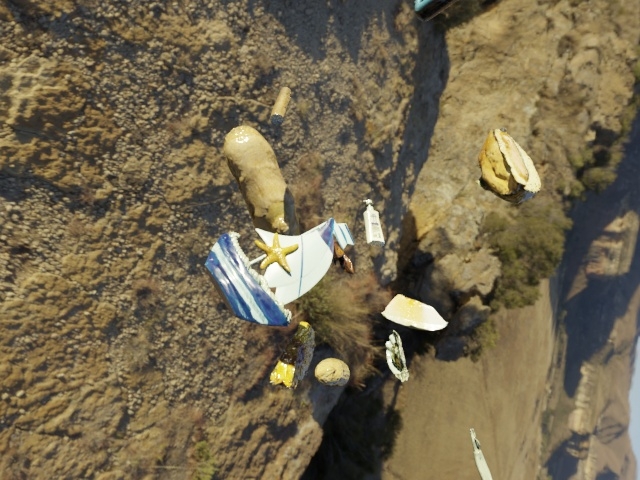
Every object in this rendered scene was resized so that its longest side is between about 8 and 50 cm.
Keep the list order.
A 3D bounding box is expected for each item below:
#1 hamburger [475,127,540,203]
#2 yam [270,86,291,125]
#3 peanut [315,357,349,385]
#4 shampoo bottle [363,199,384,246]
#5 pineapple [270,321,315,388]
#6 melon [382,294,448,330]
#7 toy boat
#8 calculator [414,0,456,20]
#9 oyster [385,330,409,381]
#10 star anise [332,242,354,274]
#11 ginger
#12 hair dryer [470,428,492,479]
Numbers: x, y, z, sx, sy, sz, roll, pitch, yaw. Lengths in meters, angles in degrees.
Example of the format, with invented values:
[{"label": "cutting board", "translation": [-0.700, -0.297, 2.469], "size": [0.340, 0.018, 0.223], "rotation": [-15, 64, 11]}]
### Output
[{"label": "hamburger", "translation": [0.383, -0.141, 0.888], "size": [0.087, 0.102, 0.176], "rotation": [0, 57, -20]}, {"label": "yam", "translation": [-0.084, -0.293, 0.920], "size": [0.145, 0.032, 0.032], "rotation": [-84, 158, -49]}, {"label": "peanut", "translation": [0.035, 0.407, 1.318], "size": [0.194, 0.093, 0.083], "rotation": [43, 57, -62]}, {"label": "shampoo bottle", "translation": [0.143, -0.050, 1.175], "size": [0.048, 0.034, 0.141], "rotation": [5, 61, -19]}, {"label": "pineapple", "translation": [-0.076, 0.387, 1.365], "size": [0.135, 0.079, 0.233], "rotation": [87, 26, -49]}, {"label": "melon", "translation": [0.309, 0.240, 1.369], "size": [0.139, 0.202, 0.094], "rotation": [41, 63, -65]}, {"label": "toy boat", "translation": [-0.061, 0.040, 0.826], "size": [0.290, 0.221, 0.067], "rotation": [-26, 158, -27]}, {"label": "calculator", "translation": [0.333, -0.640, 1.004], "size": [0.051, 0.293, 0.173], "rotation": [28, 70, -28]}, {"label": "oyster", "translation": [0.196, 0.279, 1.050], "size": [0.037, 0.098, 0.101], "rotation": [0, 107, -16]}, {"label": "star anise", "translation": [0.040, 0.036, 1.467], "size": [0.053, 0.212, 0.157], "rotation": [-48, 159, 9]}, {"label": "ginger", "translation": [-0.137, -0.113, 1.063], "size": [0.126, 0.190, 0.354], "rotation": [-25, 111, -5]}, {"label": "hair dryer", "translation": [0.377, 0.554, 1.016], "size": [0.167, 0.067, 0.199], "rotation": [91, -20, -65]}]
